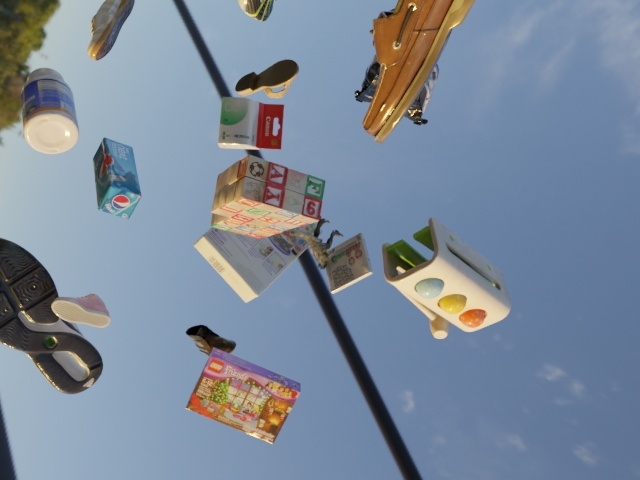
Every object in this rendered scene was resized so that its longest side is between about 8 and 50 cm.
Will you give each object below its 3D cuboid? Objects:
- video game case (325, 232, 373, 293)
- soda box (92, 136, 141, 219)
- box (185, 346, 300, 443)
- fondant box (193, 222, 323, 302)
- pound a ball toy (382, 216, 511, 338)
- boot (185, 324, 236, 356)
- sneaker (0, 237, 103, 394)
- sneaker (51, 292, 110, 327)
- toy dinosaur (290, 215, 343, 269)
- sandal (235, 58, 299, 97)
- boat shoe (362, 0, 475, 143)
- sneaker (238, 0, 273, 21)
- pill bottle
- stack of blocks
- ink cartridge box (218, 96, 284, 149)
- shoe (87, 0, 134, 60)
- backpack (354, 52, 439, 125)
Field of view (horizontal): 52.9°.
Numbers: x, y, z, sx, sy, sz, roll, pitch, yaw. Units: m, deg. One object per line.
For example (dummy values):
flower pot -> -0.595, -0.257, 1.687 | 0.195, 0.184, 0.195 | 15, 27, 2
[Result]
video game case -> 0.082, 0.070, 1.995 | 0.157, 0.019, 0.143 | -30, -125, 28
soda box -> -0.449, -0.140, 1.412 | 0.067, 0.071, 0.210 | -55, -143, 22
box -> -0.232, 0.470, 1.941 | 0.057, 0.293, 0.201 | -94, -151, -74
fondant box -> -0.183, -0.008, 1.958 | 0.330, 0.238, 0.096 | -45, -174, -33
pound a ball toy -> 0.243, 0.114, 1.322 | 0.208, 0.319, 0.136 | -30, -136, 30
boot -> -0.381, 0.346, 2.203 | 0.219, 0.106, 0.082 | -9, -138, 50
sneaker -> -0.710, 0.159, 1.535 | 0.169, 0.448, 0.257 | -37, -143, -23
sneaker -> -0.529, 0.144, 1.415 | 0.051, 0.134, 0.070 | -50, -139, 15
toy dinosaur -> 0.000, 0.000, 1.929 | 0.064, 0.268, 0.118 | 28, -104, 31
sandal -> -0.127, -0.432, 1.780 | 0.240, 0.079, 0.088 | -3, -117, 40
boat shoe -> 0.122, -0.279, 0.874 | 0.307, 0.104, 0.111 | -60, 180, 32
sneaker -> -0.196, -0.742, 1.861 | 0.385, 0.147, 0.145 | -78, -174, -58
pill bottle -> -0.818, -0.400, 1.935 | 0.152, 0.152, 0.272 | -48, -133, 25
stack of blocks -> -0.138, -0.082, 1.361 | 0.297, 0.171, 0.087 | -15, -117, 61
ink cartridge box -> -0.250, -0.421, 2.316 | 0.056, 0.224, 0.181 | 69, 24, -77
shoe -> -0.502, -0.507, 1.505 | 0.076, 0.058, 0.219 | 125, -17, -56
backpack -> 0.277, -0.550, 2.153 | 0.263, 0.276, 0.213 | 104, 8, -79
